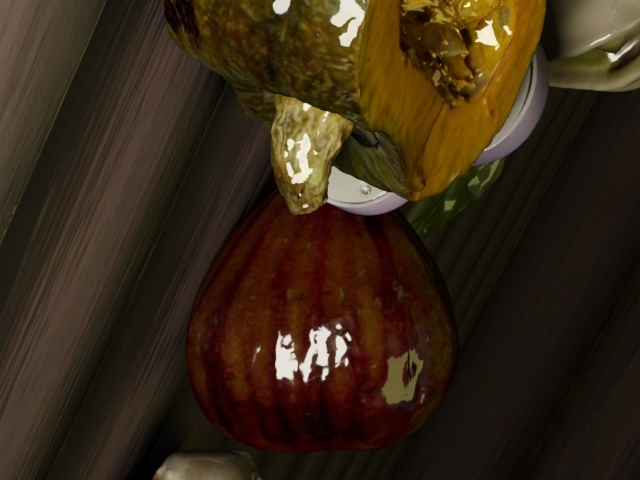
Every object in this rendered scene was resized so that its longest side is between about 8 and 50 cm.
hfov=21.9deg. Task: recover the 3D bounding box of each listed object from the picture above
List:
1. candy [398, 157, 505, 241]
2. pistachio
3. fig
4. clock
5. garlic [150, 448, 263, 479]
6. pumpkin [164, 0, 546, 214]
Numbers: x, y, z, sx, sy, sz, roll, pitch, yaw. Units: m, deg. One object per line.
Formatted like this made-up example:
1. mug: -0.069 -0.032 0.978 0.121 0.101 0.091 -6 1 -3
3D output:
1. candy: 0.102 -0.098 1.533 0.260 0.118 0.260 -53 166 -19
2. pistachio: 0.212 -0.222 1.338 0.226 0.208 0.332 -44 -151 9
3. fig: 0.000 0.000 1.289 0.217 0.217 0.321 -25 115 -71
4. clock: 0.054 -0.121 1.174 0.198 0.172 0.064 -24 159 20
5. garlic: -0.107 0.300 1.419 0.237 0.210 0.292 -56 179 16
6. pumpkin: 0.020 -0.124 0.972 0.222 0.139 0.317 -58 162 -2
